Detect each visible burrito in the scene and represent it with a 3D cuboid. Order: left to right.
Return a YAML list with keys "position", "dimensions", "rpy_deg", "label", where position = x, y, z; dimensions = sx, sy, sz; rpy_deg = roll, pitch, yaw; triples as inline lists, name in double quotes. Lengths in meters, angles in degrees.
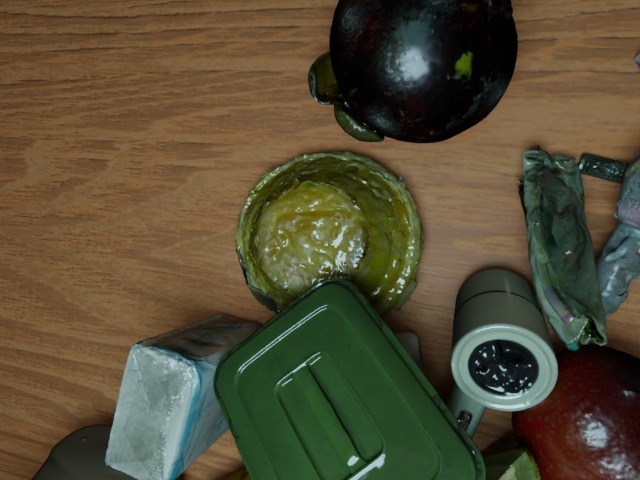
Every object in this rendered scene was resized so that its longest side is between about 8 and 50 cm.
- position: [0.338, 0.001, 0.652]
  dimensions: [0.096, 0.066, 0.309]
  rpy_deg: [6, 65, -5]
  label: "burrito"

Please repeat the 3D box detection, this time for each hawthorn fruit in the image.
- position: [0.367, 0.276, 0.641]
  dimensions: [0.266, 0.210, 0.230]
  rpy_deg: [-35, 89, 30]
  label: "hawthorn fruit"

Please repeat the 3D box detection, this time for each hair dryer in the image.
- position: [0.229, 0.237, 0.698]
  dimensions: [0.128, 0.203, 0.361]
  rpy_deg: [18, 112, 11]
  label: "hair dryer"

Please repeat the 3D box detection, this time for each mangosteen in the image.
- position: [0.133, -0.270, 0.665]
  dimensions: [0.288, 0.288, 0.287]
  rpy_deg: [0, 91, 15]
  label: "mangosteen"

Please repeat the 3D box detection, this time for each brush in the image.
- position: [0.491, -0.094, 0.686]
  dimensions: [0.191, 0.027, 0.034]
  rpy_deg: [19, 97, 13]
  label: "brush"

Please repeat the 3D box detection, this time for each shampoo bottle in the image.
- position: [0.074, 0.200, 0.778]
  dimensions: [0.192, 0.074, 0.073]
  rpy_deg: [-10, 88, 15]
  label: "shampoo bottle"

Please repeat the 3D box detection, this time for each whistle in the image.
- position: [0.460, -0.018, 0.634]
  dimensions: [0.134, 0.142, 0.346]
  rpy_deg: [29, 112, 19]
  label: "whistle"

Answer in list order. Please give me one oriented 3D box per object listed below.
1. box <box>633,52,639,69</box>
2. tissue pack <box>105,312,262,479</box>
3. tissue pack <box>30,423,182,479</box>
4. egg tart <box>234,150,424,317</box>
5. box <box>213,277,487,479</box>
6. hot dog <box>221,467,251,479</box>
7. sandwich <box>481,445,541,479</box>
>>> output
- position: [0.519, -0.237, 0.672]
  dimensions: [0.051, 0.036, 0.117]
  rpy_deg: [-26, 83, 14]
  label: "box"
- position: [-0.203, 0.242, 0.751]
  dimensions: [0.124, 0.271, 0.201]
  rpy_deg: [20, 96, 13]
  label: "tissue pack"
- position: [-0.406, 0.535, 0.755]
  dimensions: [0.268, 0.387, 0.276]
  rpy_deg: [2, 112, 13]
  label: "tissue pack"
- position: [-0.001, 0.000, 0.767]
  dimensions: [0.342, 0.132, 0.341]
  rpy_deg: [0, 91, 17]
  label: "egg tart"
- position: [0.035, 0.252, 0.624]
  dimensions: [0.253, 0.177, 0.328]
  rpy_deg: [-36, 56, 0]
  label: "box"
- position: [-0.059, 0.531, 0.733]
  dimensions: [0.366, 0.196, 0.367]
  rpy_deg: [-33, 51, 21]
  label: "hot dog"
- position: [0.220, 0.339, 0.650]
  dimensions: [0.117, 0.144, 0.187]
  rpy_deg: [-36, 122, -17]
  label: "sandwich"
